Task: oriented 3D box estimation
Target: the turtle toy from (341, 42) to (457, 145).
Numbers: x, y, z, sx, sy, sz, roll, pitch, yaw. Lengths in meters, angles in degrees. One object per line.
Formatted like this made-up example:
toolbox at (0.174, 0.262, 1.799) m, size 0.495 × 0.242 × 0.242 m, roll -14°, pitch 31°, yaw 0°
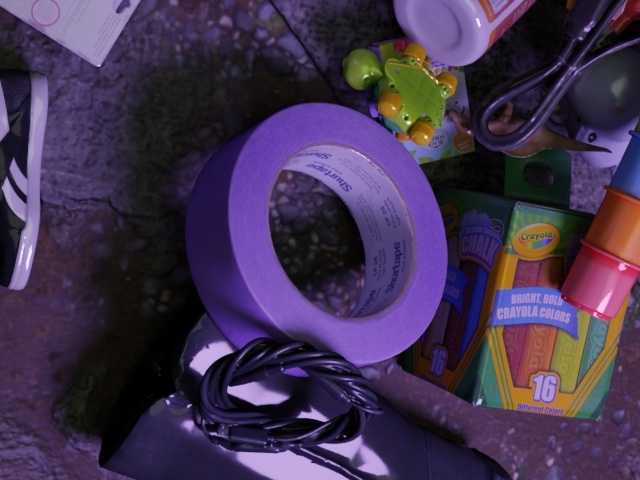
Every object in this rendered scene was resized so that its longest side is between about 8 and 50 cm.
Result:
turtle toy at (0.081, -0.160, 1.321) m, size 0.130 × 0.066 × 0.095 m, roll 39°, pitch 60°, yaw -20°

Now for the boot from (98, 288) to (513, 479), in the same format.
boot at (-0.042, 0.310, 1.343) m, size 0.445 × 0.146 × 0.367 m, roll 32°, pitch 78°, yaw -27°

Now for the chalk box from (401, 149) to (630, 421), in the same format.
chalk box at (0.230, 0.036, 1.395) m, size 0.180 × 0.179 × 0.288 m, roll 9°, pitch 95°, yaw -24°

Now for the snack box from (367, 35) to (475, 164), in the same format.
snack box at (0.115, -0.160, 1.391) m, size 0.100 × 0.037 × 0.141 m, roll -14°, pitch 104°, yaw -18°

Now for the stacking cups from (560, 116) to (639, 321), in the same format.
stacking cups at (0.341, -0.068, 1.264) m, size 0.096 × 0.096 × 0.316 m, roll 23°, pitch 95°, yaw -24°

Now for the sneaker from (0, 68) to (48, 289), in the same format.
sneaker at (-0.337, -0.062, 1.204) m, size 0.121 × 0.079 × 0.216 m, roll 4°, pitch 89°, yaw -20°

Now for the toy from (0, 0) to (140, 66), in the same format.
toy at (-0.284, -0.290, 1.195) m, size 0.237 × 0.056 × 0.136 m, roll 32°, pitch 90°, yaw -19°

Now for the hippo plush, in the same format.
hippo plush at (0.375, -0.205, 1.434) m, size 0.237 × 0.234 × 0.294 m, roll -30°, pitch 152°, yaw 3°

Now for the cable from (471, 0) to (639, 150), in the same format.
cable at (0.282, -0.206, 1.319) m, size 0.139 × 0.072 × 0.287 m, roll 33°, pitch 102°, yaw 12°

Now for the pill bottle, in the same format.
pill bottle at (0.186, -0.295, 1.340) m, size 0.216 × 0.121 × 0.121 m, roll -45°, pitch 113°, yaw -28°

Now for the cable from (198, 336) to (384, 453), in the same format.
cable at (-0.027, 0.151, 1.210) m, size 0.185 × 0.047 × 0.150 m, roll 5°, pitch 130°, yaw -7°

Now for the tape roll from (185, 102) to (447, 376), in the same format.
tape roll at (0.000, 0.000, 1.282) m, size 0.275 × 0.090 × 0.274 m, roll 12°, pitch 69°, yaw -34°

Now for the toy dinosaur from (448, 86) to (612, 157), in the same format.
toy dinosaur at (0.236, -0.123, 1.375) m, size 0.053 × 0.183 × 0.092 m, roll 88°, pitch 20°, yaw -47°
